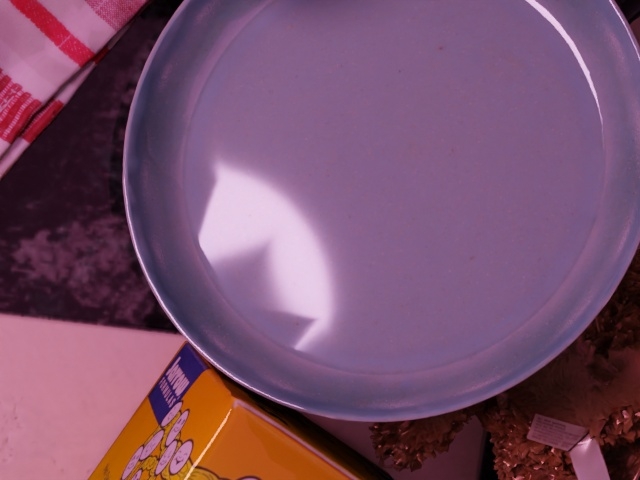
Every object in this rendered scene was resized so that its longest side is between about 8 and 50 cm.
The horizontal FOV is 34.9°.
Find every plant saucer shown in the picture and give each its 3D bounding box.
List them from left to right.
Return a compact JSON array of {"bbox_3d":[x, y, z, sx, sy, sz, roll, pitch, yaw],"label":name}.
[{"bbox_3d":[0.035,-0.052,0.612,0.318,0.044,0.317,-2,80,13],"label":"plant saucer"}]

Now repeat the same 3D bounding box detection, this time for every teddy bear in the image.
[{"bbox_3d":[0.158,0.088,0.681,0.338,0.113,0.245,40,100,3],"label":"teddy bear"}]

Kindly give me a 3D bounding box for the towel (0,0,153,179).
[{"bbox_3d":[-0.260,-0.120,0.587,0.329,0.037,0.237,-52,128,-6],"label":"towel"}]

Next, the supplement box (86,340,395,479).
[{"bbox_3d":[-0.096,0.271,0.628,0.195,0.194,0.356,37,84,-15],"label":"supplement box"}]

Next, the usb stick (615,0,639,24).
[{"bbox_3d":[0.131,-0.126,0.735,0.278,0.045,0.077,-40,96,-9],"label":"usb stick"}]

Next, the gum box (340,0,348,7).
[{"bbox_3d":[0.077,-0.192,0.693,0.157,0.041,0.184,-35,88,-10],"label":"gum box"}]
